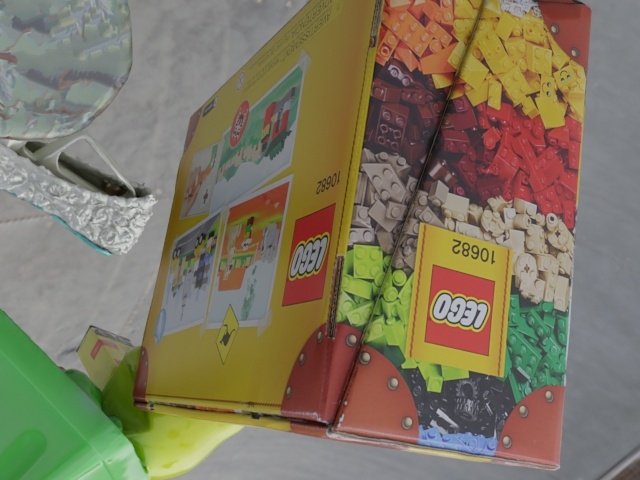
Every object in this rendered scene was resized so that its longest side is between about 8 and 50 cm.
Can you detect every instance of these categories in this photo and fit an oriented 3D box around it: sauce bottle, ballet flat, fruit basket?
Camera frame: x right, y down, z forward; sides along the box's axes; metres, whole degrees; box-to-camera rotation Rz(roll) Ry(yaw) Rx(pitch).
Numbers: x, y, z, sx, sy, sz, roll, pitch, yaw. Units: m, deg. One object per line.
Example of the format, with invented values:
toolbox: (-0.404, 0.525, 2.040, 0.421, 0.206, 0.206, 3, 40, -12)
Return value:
sauce bottle: (-0.215, -0.140, 0.505, 0.111, 0.344, 0.111, -10, 111, -27)
ballet flat: (-0.392, -0.122, 1.074, 0.147, 0.147, 0.409, -44, 134, 10)
fruit basket: (-0.279, 0.225, 1.007, 0.392, 0.283, 0.392, -45, 163, -18)

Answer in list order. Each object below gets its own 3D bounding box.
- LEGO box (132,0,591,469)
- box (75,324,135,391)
LEGO box: (0.000, 0.000, 0.757, 0.193, 0.373, 0.500, 15, 165, -24)
box: (-0.341, 0.208, 1.295, 0.087, 0.232, 0.058, 27, 88, -26)
